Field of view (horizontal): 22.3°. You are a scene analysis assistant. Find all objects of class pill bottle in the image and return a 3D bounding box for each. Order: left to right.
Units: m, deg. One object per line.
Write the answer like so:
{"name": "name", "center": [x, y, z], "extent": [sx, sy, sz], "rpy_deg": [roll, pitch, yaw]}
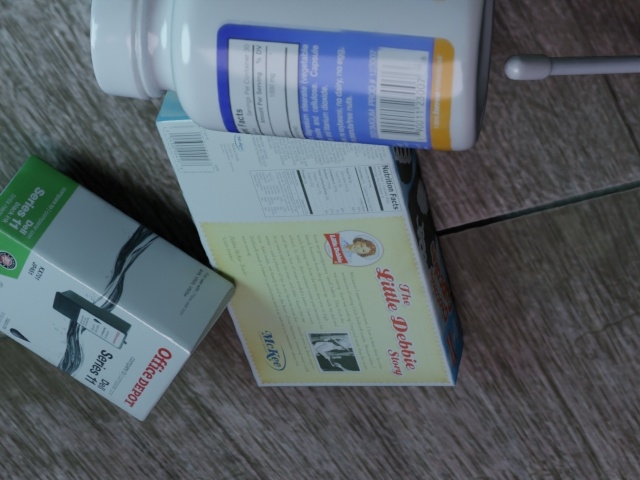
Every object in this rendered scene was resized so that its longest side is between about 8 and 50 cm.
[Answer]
{"name": "pill bottle", "center": [-0.017, -0.148, 1.156], "extent": [0.272, 0.152, 0.152], "rpy_deg": [6, 135, 9]}

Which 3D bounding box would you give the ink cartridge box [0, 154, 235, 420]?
{"name": "ink cartridge box", "center": [-0.197, 0.045, 1.400], "extent": [0.208, 0.087, 0.153], "rpy_deg": [33, 143, -3]}

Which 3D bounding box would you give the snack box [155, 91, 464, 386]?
{"name": "snack box", "center": [0.000, 0.000, 1.365], "extent": [0.187, 0.060, 0.322], "rpy_deg": [-1, 134, 18]}

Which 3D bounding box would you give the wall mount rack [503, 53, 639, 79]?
{"name": "wall mount rack", "center": [0.312, -0.141, 1.096], "extent": [0.304, 0.130, 0.350], "rpy_deg": [29, 133, -15]}
